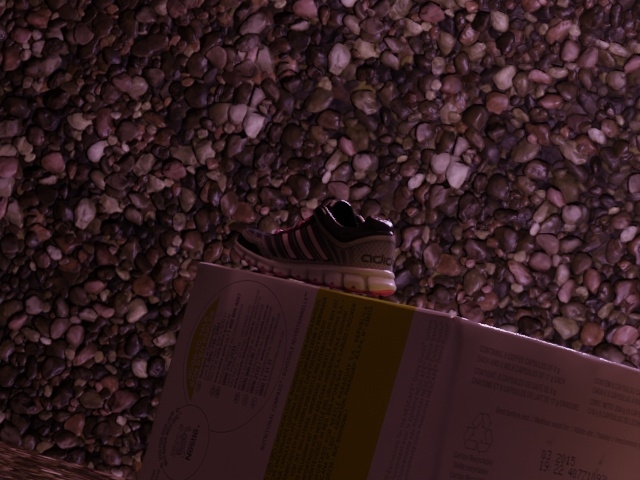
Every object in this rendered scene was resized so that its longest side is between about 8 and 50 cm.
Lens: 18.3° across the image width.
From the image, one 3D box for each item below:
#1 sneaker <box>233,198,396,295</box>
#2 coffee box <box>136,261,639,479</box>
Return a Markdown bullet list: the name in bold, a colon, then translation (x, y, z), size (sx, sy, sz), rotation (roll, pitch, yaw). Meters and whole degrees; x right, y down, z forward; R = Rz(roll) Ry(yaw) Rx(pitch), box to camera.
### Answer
- **sneaker**: translation (0.000, 0.000, 1.689), size (0.170, 0.075, 0.063), rotation (11, -3, 42)
- **coffee box**: translation (0.068, 0.232, 1.721), size (0.337, 0.338, 0.334), rotation (18, -5, -41)
